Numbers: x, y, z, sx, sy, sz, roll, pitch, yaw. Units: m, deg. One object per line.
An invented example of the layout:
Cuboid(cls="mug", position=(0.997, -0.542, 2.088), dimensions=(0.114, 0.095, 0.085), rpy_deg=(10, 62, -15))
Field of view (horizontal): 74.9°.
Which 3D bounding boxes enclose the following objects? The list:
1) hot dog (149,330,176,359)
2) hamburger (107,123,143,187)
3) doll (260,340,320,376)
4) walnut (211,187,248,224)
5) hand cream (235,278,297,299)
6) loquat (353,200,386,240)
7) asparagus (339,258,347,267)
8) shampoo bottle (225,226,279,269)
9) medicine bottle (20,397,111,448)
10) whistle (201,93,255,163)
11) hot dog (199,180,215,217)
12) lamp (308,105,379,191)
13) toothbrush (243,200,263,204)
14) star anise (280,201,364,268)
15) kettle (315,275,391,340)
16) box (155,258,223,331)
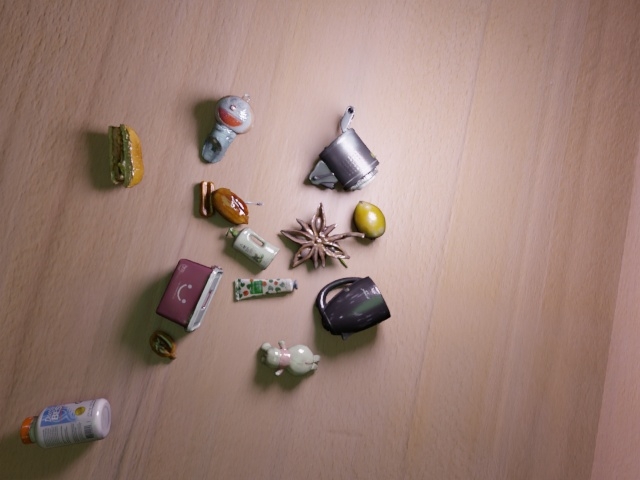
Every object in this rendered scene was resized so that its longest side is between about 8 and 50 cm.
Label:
Cuboid(cls="hot dog", position=(-0.662, 0.447, 1.772), dimensions=(0.140, 0.060, 0.090), rpy_deg=(39, 85, 1))
Cuboid(cls="hamburger", position=(-0.805, -0.349, 1.755), dimensions=(0.124, 0.131, 0.262), rpy_deg=(0, 92, 24))
Cuboid(cls="doll", position=(-0.132, 0.525, 1.833), dimensions=(0.275, 0.113, 0.155), rpy_deg=(13, 81, -8))
Cuboid(cls="walnut", position=(-0.389, -0.145, 1.826), dimensions=(0.116, 0.116, 0.207), rpy_deg=(-46, 104, -10))
Cuboid(cls="hand cream", position=(-0.240, 0.207, 1.864), dimensions=(0.276, 0.059, 0.095), rpy_deg=(-4, 85, -6))
Cuboid(cls="loquat", position=(0.222, -0.094, 1.915), dimensions=(0.152, 0.152, 0.195), rpy_deg=(-16, 86, -11))
Cuboid(cls="asparagus", position=(0.077, 0.063, 1.949), dimensions=(0.016, 0.013, 0.166), rpy_deg=(-37, 93, 31))
Cuboid(cls="shampoo bottle", position=(-0.307, 0.019, 1.844), dimensions=(0.234, 0.087, 0.118), rpy_deg=(36, 84, -6))
Cuboid(cls="medicine bottle", position=(-0.997, 0.723, 1.641), dimensions=(0.289, 0.157, 0.157), rpy_deg=(-5, 88, -11))
Cuboid(cls="whistle", position=(-0.410, -0.493, 1.824), dimensions=(0.189, 0.189, 0.348), rpy_deg=(33, 92, -7))
Cuboid(cls="hot dog", position=(-0.499, -0.180, 1.842), dimensions=(0.071, 0.045, 0.165), rpy_deg=(0, 87, -12))
Cuboid(cls="lamp", position=(0.141, -0.366, 1.887), dimensions=(0.272, 0.205, 0.374), rpy_deg=(32, 98, -2))
Cuboid(cls="toothbrush", position=(-0.341, -0.175, 1.886), dimensions=(0.167, 0.014, 0.011), rpy_deg=(6, 69, -10))
Cuboid(cls="star anise", position=(-0.001, -0.001, 1.886), dimensions=(0.349, 0.109, 0.292), rpy_deg=(-37, 100, 6))
Cuboid(cls="kettle", position=(0.126, 0.290, 1.873), dimensions=(0.290, 0.207, 0.268), rpy_deg=(-27, 63, -2))
Cuboid(cls="box", position=(-0.544, 0.218, 1.745), dimensions=(0.167, 0.193, 0.294), rpy_deg=(23, 83, 0))
